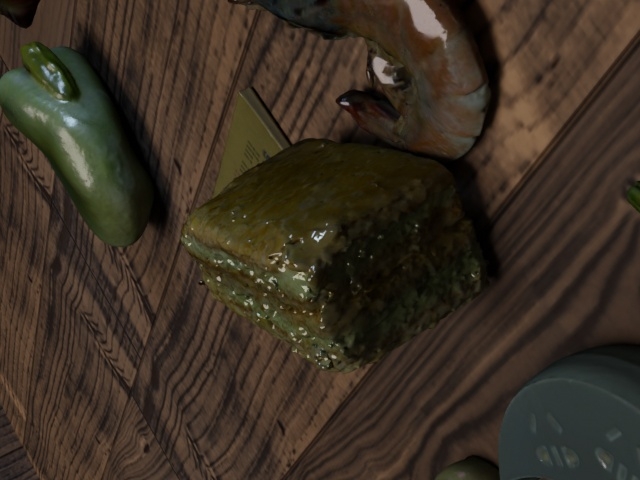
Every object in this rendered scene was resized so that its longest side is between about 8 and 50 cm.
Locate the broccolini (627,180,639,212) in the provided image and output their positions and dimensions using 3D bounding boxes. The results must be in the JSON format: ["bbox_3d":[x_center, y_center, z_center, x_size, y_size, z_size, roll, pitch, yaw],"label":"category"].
[{"bbox_3d":[0.223,0.049,0.528,0.254,0.057,0.071,41,103,35],"label":"broccolini"}]

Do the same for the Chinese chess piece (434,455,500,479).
[{"bbox_3d":[0.117,0.199,0.885,0.084,0.034,0.084,41,145,37],"label":"Chinese chess piece"}]

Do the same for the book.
[{"bbox_3d":[-0.037,-0.008,1.018,0.168,0.013,0.192,56,153,19],"label":"book"}]

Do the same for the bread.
[{"bbox_3d":[0.000,0.000,0.801,0.196,0.138,0.102,26,141,56],"label":"bread"}]

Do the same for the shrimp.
[{"bbox_3d":[0.015,-0.124,0.777,0.251,0.052,0.143,33,147,50],"label":"shrimp"}]

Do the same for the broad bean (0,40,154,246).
[{"bbox_3d":[-0.243,-0.100,1.253,0.228,0.100,0.169,61,165,-19],"label":"broad bean"}]

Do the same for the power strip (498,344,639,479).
[{"bbox_3d":[0.196,0.151,0.666,0.253,0.054,0.167,41,146,43],"label":"power strip"}]

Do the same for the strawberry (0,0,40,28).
[{"bbox_3d":[-0.188,-0.294,0.774,0.310,0.292,0.291,-40,76,47],"label":"strawberry"}]
